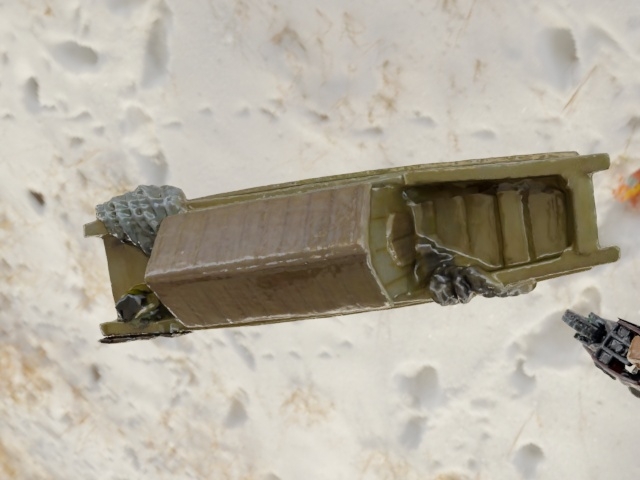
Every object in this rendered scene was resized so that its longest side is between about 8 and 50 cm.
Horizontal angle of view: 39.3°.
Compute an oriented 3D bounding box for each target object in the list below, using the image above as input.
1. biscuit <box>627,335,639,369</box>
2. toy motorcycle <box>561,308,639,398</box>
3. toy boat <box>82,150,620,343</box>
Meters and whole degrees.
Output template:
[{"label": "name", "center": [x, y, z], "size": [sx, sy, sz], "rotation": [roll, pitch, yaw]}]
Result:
[{"label": "biscuit", "center": [0.222, 0.075, 0.475], "size": [0.130, 0.019, 0.102], "rotation": [18, 174, -21]}, {"label": "toy motorcycle", "center": [0.399, 0.149, 1.125], "size": [0.122, 0.082, 0.213], "rotation": [36, -178, -36]}, {"label": "toy boat", "center": [0.000, 0.000, 0.697], "size": [0.445, 0.162, 0.136], "rotation": [-8, 91, 23]}]
